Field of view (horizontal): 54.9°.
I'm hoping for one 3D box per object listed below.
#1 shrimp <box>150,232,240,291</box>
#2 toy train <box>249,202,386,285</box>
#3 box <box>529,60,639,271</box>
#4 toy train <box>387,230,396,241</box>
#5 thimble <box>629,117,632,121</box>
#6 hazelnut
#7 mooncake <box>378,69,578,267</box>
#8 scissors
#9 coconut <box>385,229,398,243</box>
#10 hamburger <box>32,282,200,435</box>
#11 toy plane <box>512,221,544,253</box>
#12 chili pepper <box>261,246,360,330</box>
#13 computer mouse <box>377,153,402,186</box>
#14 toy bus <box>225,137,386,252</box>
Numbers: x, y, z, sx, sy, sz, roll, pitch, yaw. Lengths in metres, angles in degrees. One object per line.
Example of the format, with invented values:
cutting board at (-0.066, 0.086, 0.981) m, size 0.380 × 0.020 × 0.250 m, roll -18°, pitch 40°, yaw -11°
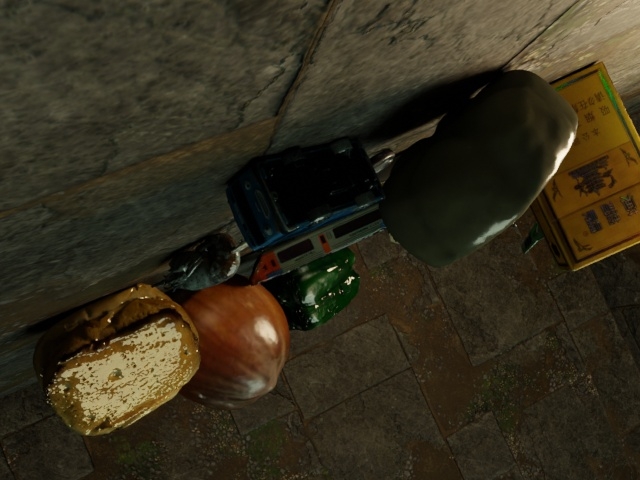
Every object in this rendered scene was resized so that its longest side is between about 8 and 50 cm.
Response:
shrimp at (-0.223, 0.051, 1.049) m, size 0.232 × 0.079 × 0.090 m, roll -22°, pitch 174°, yaw 35°
toy train at (0.000, 0.000, 1.544) m, size 0.409 × 0.089 × 0.086 m, roll -23°, pitch -177°, yaw 0°
box at (0.444, -0.122, 1.053) m, size 0.192 × 0.302 × 0.084 m, roll -25°, pitch 178°, yaw 5°
toy train at (0.167, -0.075, 1.247) m, size 0.090 × 0.137 × 0.225 m, roll -17°, pitch 173°, yaw 4°
thimble at (0.640, -0.242, 1.479) m, size 0.148 × 0.196 × 0.229 m, roll -25°, pitch -153°, yaw 48°
hazelnut at (-0.261, 0.262, 1.602) m, size 0.372 × 0.372 × 0.315 m, roll -26°, pitch 174°, yaw 23°
mooncake at (0.195, -0.096, 0.793) m, size 0.275 × 0.135 × 0.275 m, roll -46°, pitch -173°, yaw 7°
scissors at (-0.014, -0.059, 0.978) m, size 0.300 × 0.022 × 0.109 m, roll -30°, pitch 176°, yaw 0°
coconut at (0.260, -0.058, 1.779) m, size 0.161 × 0.162 × 0.161 m, roll -25°, pitch 177°, yaw -2°
hamburger at (-0.392, 0.228, 1.214) m, size 0.304 × 0.174 × 0.284 m, roll -27°, pitch 145°, yaw -26°
toy plane at (0.443, -0.126, 1.339) m, size 0.155 × 0.106 × 0.382 m, roll -51°, pitch -157°, yaw 27°
chili pepper at (-0.023, 0.114, 1.717) m, size 0.256 × 0.233 × 0.248 m, roll -27°, pitch -155°, yaw -26°
computer mouse at (0.148, -0.128, 1.079) m, size 0.199 × 0.045 × 0.102 m, roll -24°, pitch 178°, yaw 6°
toy bus at (-0.019, -0.055, 0.733) m, size 0.106 × 0.090 × 0.184 m, roll -26°, pitch 177°, yaw 44°
